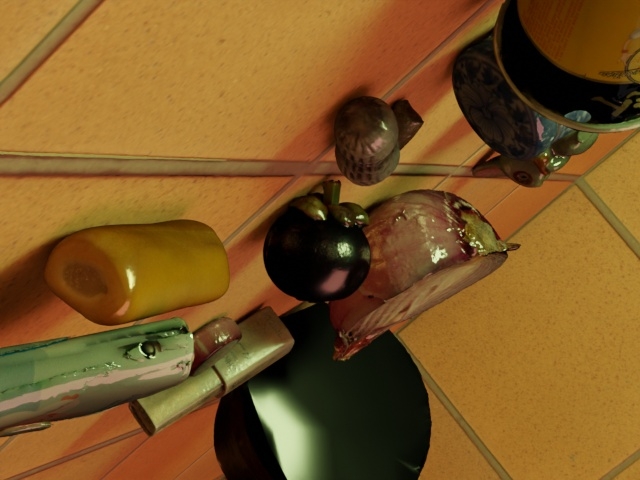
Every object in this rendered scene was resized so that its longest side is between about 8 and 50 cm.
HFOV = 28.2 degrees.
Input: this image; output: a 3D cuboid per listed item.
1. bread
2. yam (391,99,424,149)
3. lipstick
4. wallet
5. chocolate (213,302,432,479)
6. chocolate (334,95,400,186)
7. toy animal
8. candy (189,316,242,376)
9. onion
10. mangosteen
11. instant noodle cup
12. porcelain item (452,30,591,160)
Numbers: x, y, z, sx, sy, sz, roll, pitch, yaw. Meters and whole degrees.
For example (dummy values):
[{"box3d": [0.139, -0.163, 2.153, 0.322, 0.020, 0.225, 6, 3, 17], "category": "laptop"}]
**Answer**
[{"box3d": [-0.155, 0.022, 1.158, 0.074, 0.092, 0.239, -61, 165, 13], "category": "bread"}, {"box3d": [0.079, -0.119, 1.460, 0.043, 0.043, 0.094, -24, 162, -51], "category": "yam"}, {"box3d": [-0.160, 0.195, 1.872, 0.253, 0.079, 0.077, -33, 170, -29], "category": "lipstick"}, {"box3d": [-0.251, 0.123, 1.084, 0.250, 0.075, 0.176, -9, 169, -35], "category": "wallet"}, {"box3d": [-0.035, 0.323, 2.227, 0.384, 0.383, 0.331, -29, 180, -40], "category": "chocolate"}, {"box3d": [0.049, -0.103, 1.354, 0.072, 0.072, 0.167, -37, 169, -4], "category": "chocolate"}, {"box3d": [0.357, -0.147, 2.072, 0.138, 0.108, 0.236, -30, 167, -38], "category": "toy animal"}, {"box3d": [-0.158, 0.150, 1.791, 0.103, 0.043, 0.103, -37, 169, -9], "category": "candy"}, {"box3d": [0.097, 0.040, 1.889, 0.349, 0.159, 0.267, -37, 160, 34], "category": "onion"}, {"box3d": [0.000, 0.000, 1.524, 0.137, 0.137, 0.151, -3, 109, -72], "category": "mangosteen"}, {"box3d": [0.283, -0.250, 1.217, 0.215, 0.215, 0.236, -35, 159, -16], "category": "instant noodle cup"}, {"box3d": [0.230, -0.172, 1.448, 0.114, 0.147, 0.147, -35, 169, -21], "category": "porcelain item"}]
